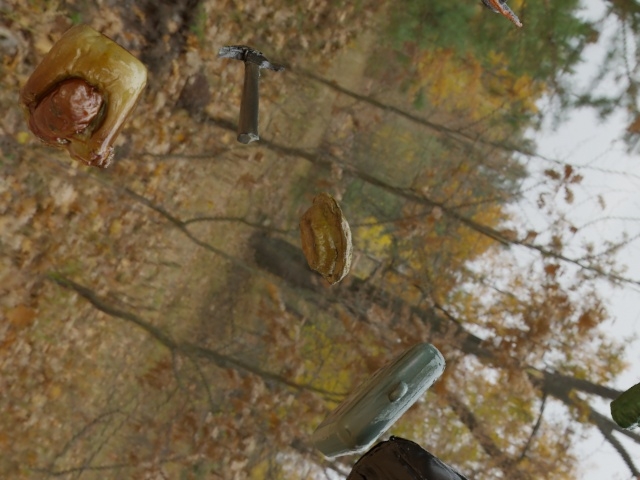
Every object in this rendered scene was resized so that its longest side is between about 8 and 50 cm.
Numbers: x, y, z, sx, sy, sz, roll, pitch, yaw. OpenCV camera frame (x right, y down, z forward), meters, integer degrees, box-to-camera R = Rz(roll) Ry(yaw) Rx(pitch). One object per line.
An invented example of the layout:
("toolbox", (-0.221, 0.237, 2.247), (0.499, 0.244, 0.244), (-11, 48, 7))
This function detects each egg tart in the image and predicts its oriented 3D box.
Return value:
("egg tart", (0.000, 0.000, 1.038), (0.128, 0.049, 0.129), (171, -90, -70))

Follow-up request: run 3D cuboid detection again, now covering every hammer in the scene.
("hammer", (-0.115, -0.242, 1.256), (0.297, 0.125, 0.027), (-95, -153, -50))

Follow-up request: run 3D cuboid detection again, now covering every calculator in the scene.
("calculator", (0.060, 0.181, 0.844), (0.141, 0.045, 0.246), (-41, 173, -17))

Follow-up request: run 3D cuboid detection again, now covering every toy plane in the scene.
("toy plane", (0.226, -0.358, 1.039), (0.062, 0.188, 0.135), (-51, -148, 28))

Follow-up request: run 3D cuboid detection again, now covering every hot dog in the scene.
("hot dog", (-0.331, -0.190, 1.066), (0.153, 0.150, 0.256), (-58, -165, -10))

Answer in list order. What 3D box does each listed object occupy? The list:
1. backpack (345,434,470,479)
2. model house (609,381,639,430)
("backpack", (0.096, 0.257, 0.691), (0.120, 0.165, 0.106), (-39, 167, -6))
("model house", (0.717, 0.343, 1.315), (0.194, 0.325, 0.267), (-2, 143, -45))
